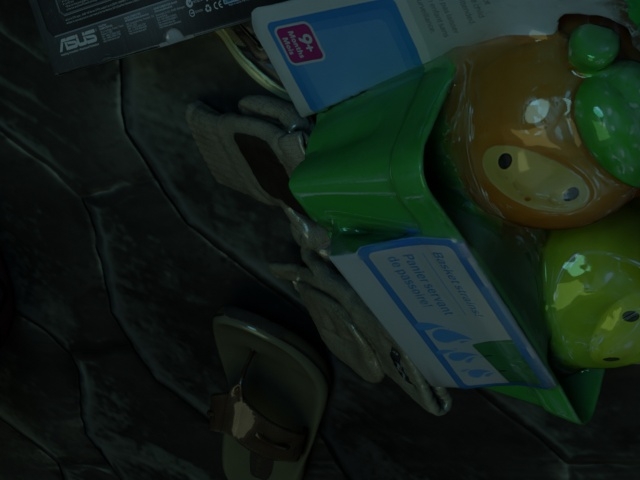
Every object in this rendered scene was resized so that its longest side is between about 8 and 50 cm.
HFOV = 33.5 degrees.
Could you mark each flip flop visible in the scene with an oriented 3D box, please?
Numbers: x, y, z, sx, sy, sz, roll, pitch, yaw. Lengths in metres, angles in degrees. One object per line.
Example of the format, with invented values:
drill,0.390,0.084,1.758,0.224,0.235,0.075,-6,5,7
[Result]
flip flop,-0.059,0.166,0.963,0.112,0.080,0.277,23,136,14

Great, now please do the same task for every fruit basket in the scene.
fruit basket,0.171,-0.013,0.542,0.353,0.165,0.327,3,143,40

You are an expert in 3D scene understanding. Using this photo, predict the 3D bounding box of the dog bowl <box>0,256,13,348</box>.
dog bowl,-0.493,0.036,1.078,0.408,0.150,0.408,18,136,19

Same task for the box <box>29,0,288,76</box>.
box,-0.096,-0.210,0.631,0.231,0.056,0.183,-8,105,37

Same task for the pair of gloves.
pair of gloves,0.000,0.000,0.753,0.240,0.042,0.204,61,162,-20

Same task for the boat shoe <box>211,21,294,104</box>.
boat shoe,-0.037,-0.143,0.688,0.152,0.056,0.049,37,143,-1
